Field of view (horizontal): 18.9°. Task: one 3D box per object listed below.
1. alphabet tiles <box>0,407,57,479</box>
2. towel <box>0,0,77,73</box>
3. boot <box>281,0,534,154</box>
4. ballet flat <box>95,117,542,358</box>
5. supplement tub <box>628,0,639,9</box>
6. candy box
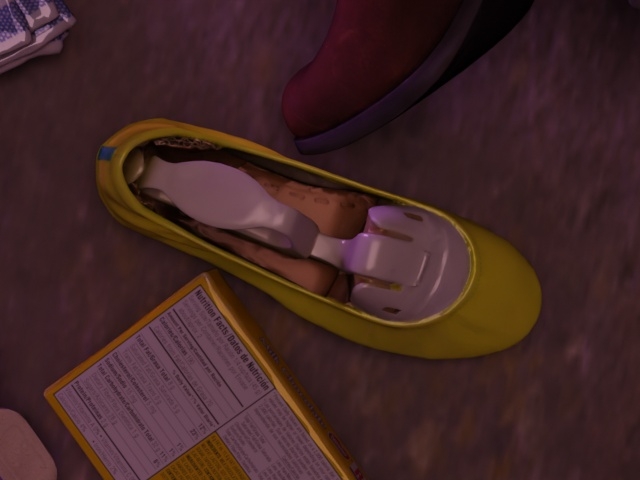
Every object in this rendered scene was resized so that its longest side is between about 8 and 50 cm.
[{"bbox_3d":[-0.258,0.136,0.842,0.278,0.021,0.284,-44,118,-25],"label":"alphabet tiles"},{"bbox_3d":[-0.270,-0.181,0.941,0.209,0.034,0.285,-26,85,-3],"label":"towel"},{"bbox_3d":[-0.007,-0.202,0.870,0.280,0.264,0.096,49,49,2],"label":"boot"},{"bbox_3d":[0.000,0.000,0.920,0.231,0.077,0.077,21,83,-2],"label":"ballet flat"},{"bbox_3d":[0.319,-0.157,0.878,0.316,0.228,0.228,16,84,-2],"label":"supplement tub"},{"bbox_3d":[-0.033,0.125,0.918,0.105,0.027,0.206,-36,88,13],"label":"candy box"}]
